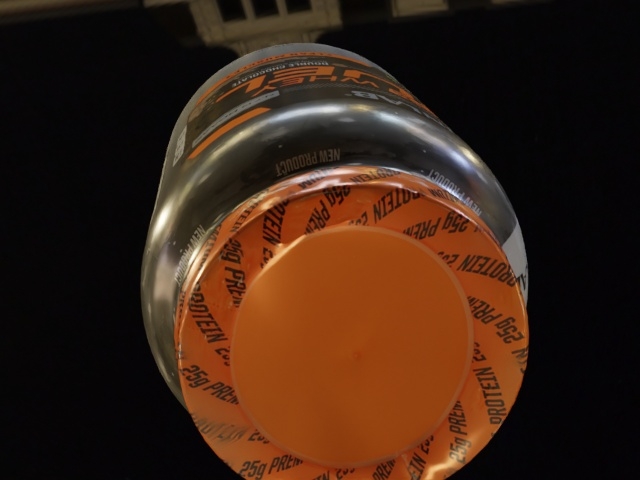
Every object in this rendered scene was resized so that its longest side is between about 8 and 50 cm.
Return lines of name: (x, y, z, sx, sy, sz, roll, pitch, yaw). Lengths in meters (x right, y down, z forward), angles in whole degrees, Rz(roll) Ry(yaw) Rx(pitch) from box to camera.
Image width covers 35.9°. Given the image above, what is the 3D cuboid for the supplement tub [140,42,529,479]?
supplement tub: (0.000, 0.000, 0.603, 0.207, 0.338, 0.207, -2, -71, -6)
